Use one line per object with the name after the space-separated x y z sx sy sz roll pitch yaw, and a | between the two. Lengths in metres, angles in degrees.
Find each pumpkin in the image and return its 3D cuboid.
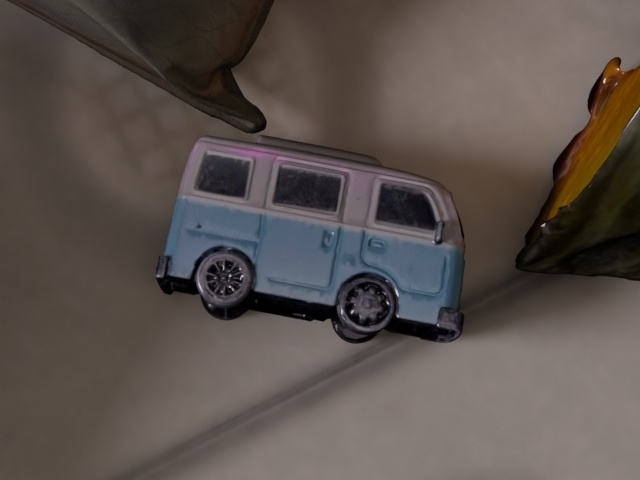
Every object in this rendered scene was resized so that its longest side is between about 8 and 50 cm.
0.211 -0.099 0.498 0.148 0.169 0.312 27 83 1 | pumpkin

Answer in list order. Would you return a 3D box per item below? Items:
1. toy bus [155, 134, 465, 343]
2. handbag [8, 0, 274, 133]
0.000 0.000 0.528 0.123 0.060 0.075 10 80 -1 | toy bus
-0.110 -0.173 0.505 0.270 0.117 0.182 27 111 0 | handbag
